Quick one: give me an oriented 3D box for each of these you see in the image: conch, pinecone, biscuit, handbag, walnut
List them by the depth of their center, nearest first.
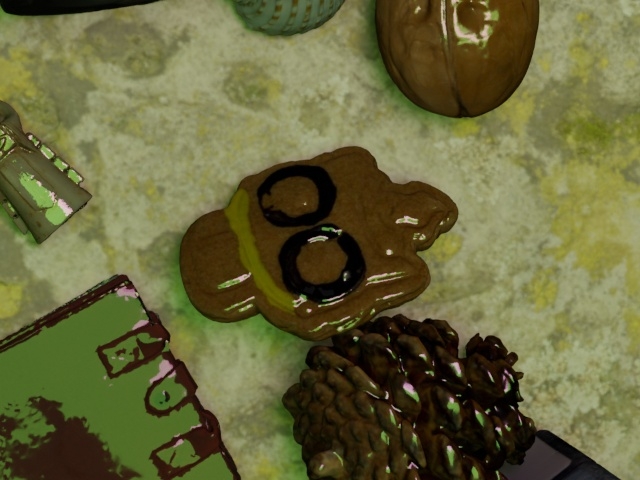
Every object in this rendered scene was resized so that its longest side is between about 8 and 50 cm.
[{"bbox_3d":[0.099,0.192,1.387,0.257,0.243,0.243,-5,95,-11],"label":"pinecone"},{"bbox_3d":[0.000,0.000,1.395,0.290,0.041,0.208,-17,59,-7],"label":"biscuit"},{"bbox_3d":[0.138,-0.228,1.402,0.167,0.167,0.207,-3,92,-9],"label":"walnut"},{"bbox_3d":[-0.034,-0.272,1.404,0.153,0.102,0.135,-9,110,-9],"label":"conch"},{"bbox_3d":[-0.252,0.203,1.412,0.275,0.084,0.260,-28,95,-7],"label":"handbag"}]

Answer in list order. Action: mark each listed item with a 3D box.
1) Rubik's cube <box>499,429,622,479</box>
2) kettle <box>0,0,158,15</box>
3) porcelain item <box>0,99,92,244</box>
[{"bbox_3d":[0.236,0.422,1.380,0.313,0.318,0.316,-38,100,-4],"label":"Rubik's cube"},{"bbox_3d":[-0.246,-0.381,1.340,0.203,0.262,0.308,-12,93,-43],"label":"kettle"},{"bbox_3d":[-0.327,-0.099,1.390,0.084,0.054,0.213,-42,98,-6],"label":"porcelain item"}]
